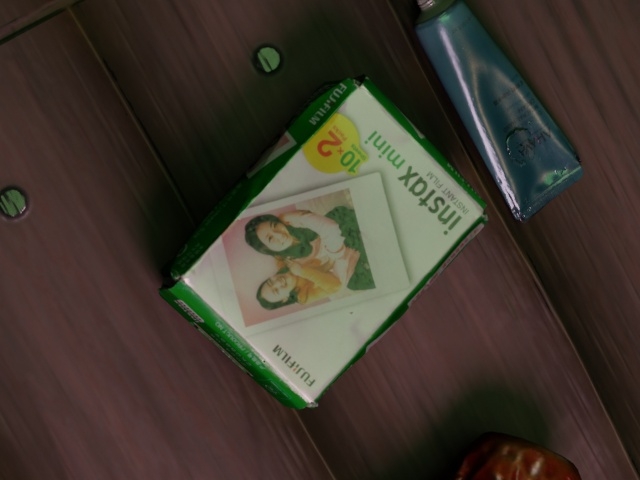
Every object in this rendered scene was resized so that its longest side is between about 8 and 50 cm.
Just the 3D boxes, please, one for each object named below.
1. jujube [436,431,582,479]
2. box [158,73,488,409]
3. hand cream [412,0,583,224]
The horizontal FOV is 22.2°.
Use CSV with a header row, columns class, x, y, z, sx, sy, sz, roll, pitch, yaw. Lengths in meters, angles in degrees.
class,x,y,z,sx,sy,sz,roll,pitch,yaw
jujube,0.135,0.289,1.387,0.190,0.190,0.255,28,77,-14
box,0.000,0.000,1.374,0.180,0.103,0.250,44,81,-13
hand cream,0.149,-0.125,1.445,0.083,0.048,0.224,-39,106,-13
